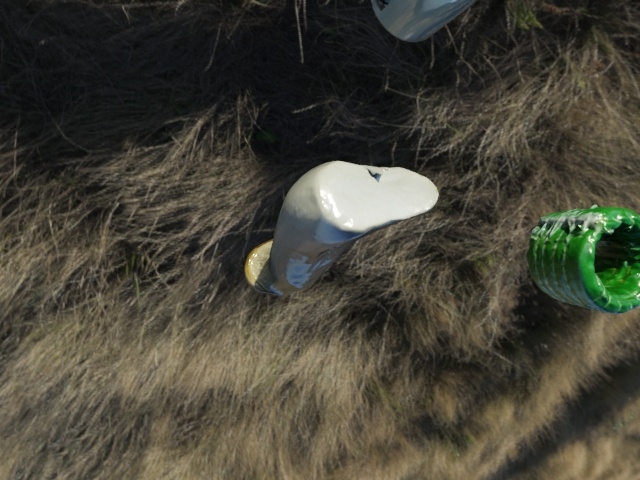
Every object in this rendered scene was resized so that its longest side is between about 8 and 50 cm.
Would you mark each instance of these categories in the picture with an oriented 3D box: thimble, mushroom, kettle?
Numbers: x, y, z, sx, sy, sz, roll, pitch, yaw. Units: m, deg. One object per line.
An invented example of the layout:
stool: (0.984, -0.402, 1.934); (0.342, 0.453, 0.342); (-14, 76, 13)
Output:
thimble: (0.304, 0.020, 0.509); (0.130, 0.090, 0.118); (38, 79, -20)
mushroom: (0.000, 0.000, 0.632); (0.159, 0.122, 0.328); (22, 149, -18)
kettle: (0.181, -0.440, 0.728); (0.221, 0.236, 0.161); (-24, 99, -21)
